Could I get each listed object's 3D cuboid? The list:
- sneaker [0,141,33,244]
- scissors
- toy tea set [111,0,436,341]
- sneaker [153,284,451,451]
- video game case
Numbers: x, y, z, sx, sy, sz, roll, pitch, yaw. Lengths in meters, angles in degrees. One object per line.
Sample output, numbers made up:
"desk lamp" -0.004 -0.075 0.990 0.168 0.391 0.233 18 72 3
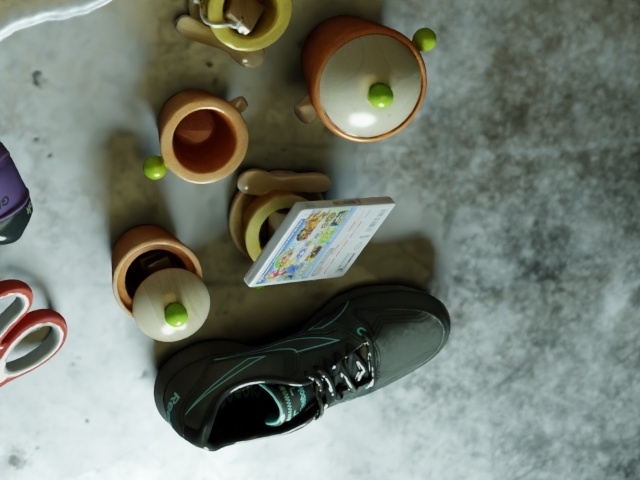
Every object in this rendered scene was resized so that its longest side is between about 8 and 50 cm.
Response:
"sneaker" -0.350 0.020 1.423 0.283 0.107 0.124 -30 123 -4
"scissors" -0.322 0.153 1.561 0.297 0.021 0.109 -48 144 9
"toy tea set" -0.046 -0.061 1.515 0.200 0.124 0.336 16 106 -21
"sneaker" -0.005 0.120 1.611 0.267 0.106 0.101 -19 114 -10
"video game case" 0.000 0.000 1.540 0.122 0.011 0.087 -5 138 -51
